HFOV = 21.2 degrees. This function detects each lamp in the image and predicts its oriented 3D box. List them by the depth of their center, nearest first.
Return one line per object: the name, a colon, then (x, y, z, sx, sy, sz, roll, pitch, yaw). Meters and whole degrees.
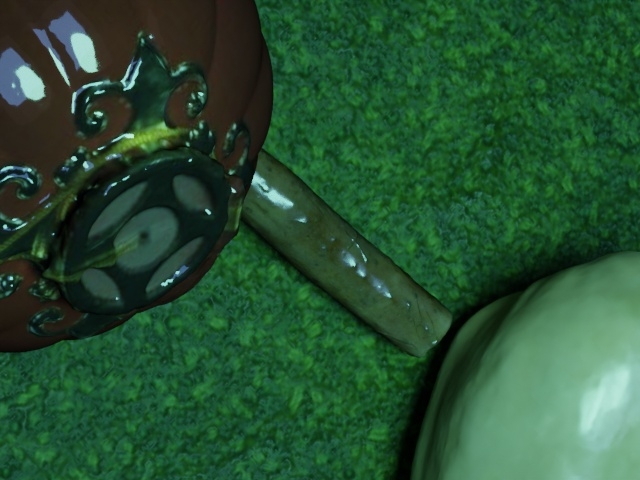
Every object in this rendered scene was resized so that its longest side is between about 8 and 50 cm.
lamp: (-0.169, -0.075, 1.019, 0.303, 0.257, 0.303, -29, 143, -25)

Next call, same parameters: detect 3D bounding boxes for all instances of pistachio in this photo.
pistachio: (0.181, 0.151, 1.228, 0.193, 0.214, 0.318, 26, 87, -61)

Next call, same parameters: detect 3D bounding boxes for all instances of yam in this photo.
yam: (0.000, 0.000, 1.215, 0.241, 0.057, 0.057, 39, 78, -21)
